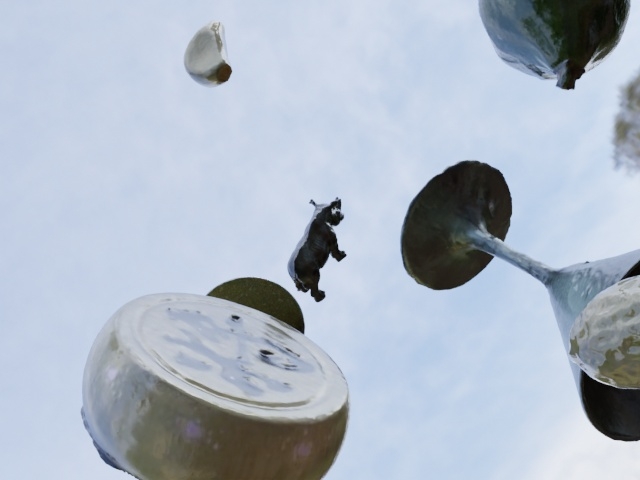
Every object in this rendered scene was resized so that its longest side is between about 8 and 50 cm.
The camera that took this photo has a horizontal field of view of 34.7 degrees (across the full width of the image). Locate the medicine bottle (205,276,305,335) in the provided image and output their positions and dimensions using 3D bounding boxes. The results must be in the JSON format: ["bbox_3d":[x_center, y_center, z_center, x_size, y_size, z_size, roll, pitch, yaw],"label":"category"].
[{"bbox_3d":[-0.105,0.196,1.495,0.151,0.151,0.322,-33,-24,-22],"label":"medicine bottle"}]

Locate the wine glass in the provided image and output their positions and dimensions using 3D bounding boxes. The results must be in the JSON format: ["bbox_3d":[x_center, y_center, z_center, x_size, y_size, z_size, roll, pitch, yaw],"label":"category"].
[{"bbox_3d":[0.297,0.048,1.339,0.267,0.406,0.267,-15,-61,-29],"label":"wine glass"}]

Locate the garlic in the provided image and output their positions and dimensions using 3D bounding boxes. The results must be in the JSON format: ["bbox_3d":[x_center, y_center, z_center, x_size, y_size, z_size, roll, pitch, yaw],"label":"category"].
[{"bbox_3d":[-0.112,-0.184,1.041,0.053,0.083,0.041,-37,-46,18],"label":"garlic"}]

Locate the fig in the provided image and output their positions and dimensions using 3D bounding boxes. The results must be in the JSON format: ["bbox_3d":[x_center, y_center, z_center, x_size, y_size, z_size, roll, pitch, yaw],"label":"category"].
[{"bbox_3d":[0.295,-0.274,1.239,0.195,0.245,0.195,-4,-49,-5],"label":"fig"}]

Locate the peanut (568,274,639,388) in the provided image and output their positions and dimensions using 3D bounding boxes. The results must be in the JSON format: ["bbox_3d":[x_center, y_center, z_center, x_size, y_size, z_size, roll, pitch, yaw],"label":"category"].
[{"bbox_3d":[0.222,0.043,0.609,0.082,0.082,0.187,-22,-9,-33],"label":"peanut"}]

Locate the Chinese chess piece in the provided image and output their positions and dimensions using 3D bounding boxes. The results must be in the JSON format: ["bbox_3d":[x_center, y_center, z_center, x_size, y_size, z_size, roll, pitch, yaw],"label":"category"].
[{"bbox_3d":[-0.098,0.148,0.975,0.257,0.257,0.104,1,-62,-48],"label":"Chinese chess piece"}]

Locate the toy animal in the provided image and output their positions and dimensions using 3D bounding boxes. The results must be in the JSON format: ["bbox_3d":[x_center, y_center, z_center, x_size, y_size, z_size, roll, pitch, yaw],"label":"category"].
[{"bbox_3d":[0.000,0.000,1.186,0.135,0.047,0.065,-63,-37,-31],"label":"toy animal"}]
